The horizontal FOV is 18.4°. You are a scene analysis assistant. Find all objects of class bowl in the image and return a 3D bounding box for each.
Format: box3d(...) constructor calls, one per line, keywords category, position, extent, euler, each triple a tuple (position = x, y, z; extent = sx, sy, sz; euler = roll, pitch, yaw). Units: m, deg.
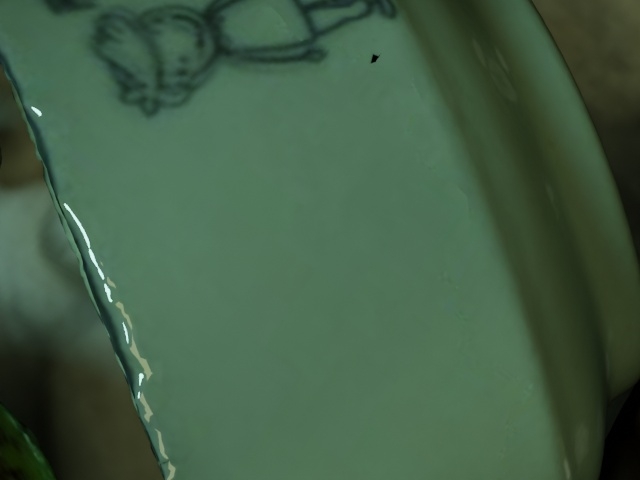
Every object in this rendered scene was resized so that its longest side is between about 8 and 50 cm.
box3d(category="bowl", position=(0.000, 0.000, 0.445), extent=(0.112, 0.211, 0.211), euler=(-23, 103, -6))

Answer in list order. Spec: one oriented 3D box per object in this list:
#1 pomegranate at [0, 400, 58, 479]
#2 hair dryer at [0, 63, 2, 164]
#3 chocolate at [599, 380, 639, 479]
box3d(category="pomegranate", position=(-0.169, 0.079, 0.498), extent=(0.231, 0.231, 0.286), euler=(-1, 92, -3))
box3d(category="hair dryer", position=(-0.003, -0.110, 0.529), extent=(0.361, 0.121, 0.301), euler=(-40, 111, 16))
box3d(category="chocolate", position=(0.190, 0.197, 0.474), extent=(0.383, 0.383, 0.331), euler=(24, 108, -8))
